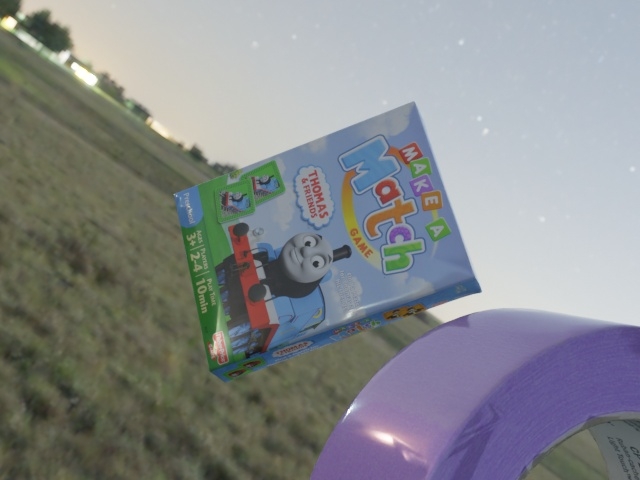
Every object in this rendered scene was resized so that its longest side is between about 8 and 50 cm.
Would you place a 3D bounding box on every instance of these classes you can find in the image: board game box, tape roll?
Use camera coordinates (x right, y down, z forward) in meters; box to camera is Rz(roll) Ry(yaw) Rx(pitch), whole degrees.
[{"bbox_3d":[0.000,0.000,0.785,0.039,0.211,0.160,53,19,-62],"label":"board game box"},{"bbox_3d":[0.122,0.176,0.534,0.274,0.275,0.090,35,-13,-27],"label":"tape roll"}]
